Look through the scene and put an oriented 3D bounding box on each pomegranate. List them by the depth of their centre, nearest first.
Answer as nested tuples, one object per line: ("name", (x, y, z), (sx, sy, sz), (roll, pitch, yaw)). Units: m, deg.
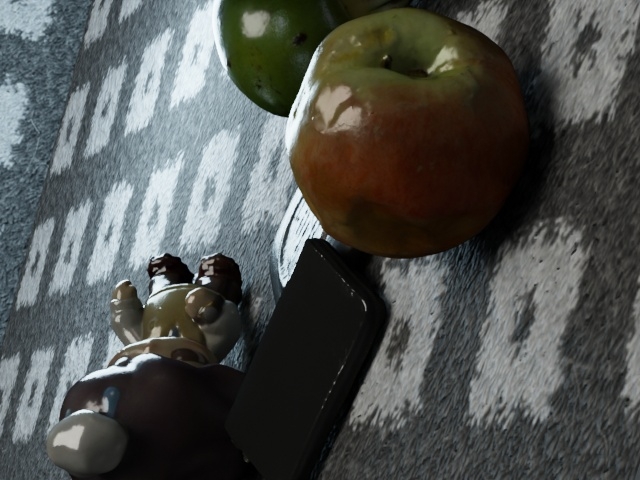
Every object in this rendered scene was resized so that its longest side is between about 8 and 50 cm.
("pomegranate", (-0.004, -0.236, 2.030), (0.248, 0.202, 0.202), (-23, 47, 31))

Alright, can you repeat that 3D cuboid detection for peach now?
("peach", (0.073, -0.085, 1.665), (0.235, 0.214, 0.214), (104, 171, -56))

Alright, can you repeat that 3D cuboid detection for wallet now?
("wallet", (-0.017, 0.133, 1.900), (0.149, 0.044, 0.250), (45, 119, 48))

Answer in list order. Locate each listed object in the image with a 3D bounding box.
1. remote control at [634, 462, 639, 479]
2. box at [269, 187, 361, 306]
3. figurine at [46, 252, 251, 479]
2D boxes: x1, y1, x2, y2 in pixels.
("remote control", (0.254, 0.124, 1.101), (0.221, 0.103, 0.332), (-153, 81, -77))
("box", (0.000, 0.000, 1.999), (0.212, 0.042, 0.201), (-63, 21, 25))
("figurine", (-0.163, 0.141, 2.113), (0.206, 0.218, 0.365), (99, 180, -53))
